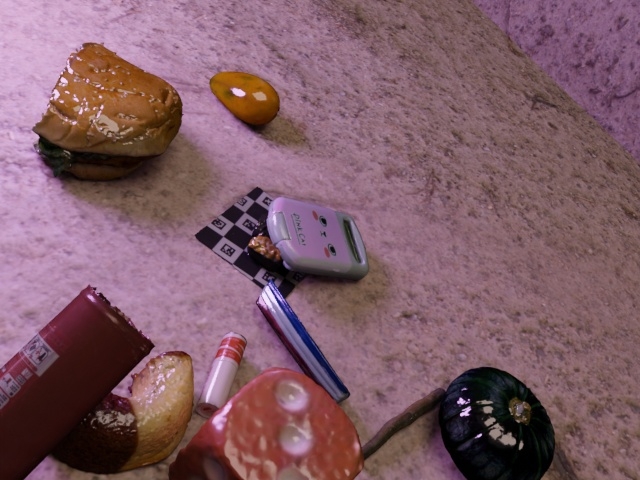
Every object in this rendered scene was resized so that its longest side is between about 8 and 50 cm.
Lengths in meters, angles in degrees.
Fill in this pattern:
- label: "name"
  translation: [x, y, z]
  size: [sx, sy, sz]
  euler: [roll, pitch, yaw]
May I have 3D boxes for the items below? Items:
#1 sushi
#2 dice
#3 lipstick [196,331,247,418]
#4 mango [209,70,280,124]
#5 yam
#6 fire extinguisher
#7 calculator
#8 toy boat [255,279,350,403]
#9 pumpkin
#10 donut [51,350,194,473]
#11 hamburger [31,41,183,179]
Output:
- label: "sushi"
  translation: [-0.087, -0.017, 1.187]
  size: [0.192, 0.050, 0.215]
  euler: [37, 40, 4]
- label: "dice"
  translation: [-0.069, 0.279, 0.809]
  size: [0.174, 0.175, 0.179]
  euler: [47, 45, 15]
- label: "lipstick"
  translation: [-0.141, 0.193, 0.949]
  size: [0.038, 0.038, 0.130]
  euler: [26, 40, -9]
- label: "mango"
  translation: [-0.158, -0.311, 1.405]
  size: [0.111, 0.089, 0.163]
  euler: [-18, 54, -42]
- label: "yam"
  translation: [0.131, 0.288, 1.045]
  size: [0.234, 0.029, 0.027]
  euler: [-21, 93, -44]
- label: "fire extinguisher"
  translation: [-0.348, 0.185, 0.698]
  size: [0.147, 0.106, 0.337]
  euler: [46, 75, -5]
- label: "calculator"
  translation: [0.000, 0.000, 1.190]
  size: [0.246, 0.045, 0.141]
  euler: [13, 52, -45]
- label: "toy boat"
  translation: [-0.033, 0.160, 1.040]
  size: [0.046, 0.080, 0.229]
  euler: [-34, 70, -12]
- label: "pumpkin"
  translation: [0.284, 0.299, 1.052]
  size: [0.202, 0.140, 0.202]
  euler: [19, 45, -20]
- label: "donut"
  translation: [-0.246, 0.207, 0.829]
  size: [0.217, 0.085, 0.141]
  euler: [-1, 51, -35]
- label: "hamburger"
  translation: [-0.354, -0.218, 1.148]
  size: [0.211, 0.132, 0.309]
  euler: [22, 40, -10]
